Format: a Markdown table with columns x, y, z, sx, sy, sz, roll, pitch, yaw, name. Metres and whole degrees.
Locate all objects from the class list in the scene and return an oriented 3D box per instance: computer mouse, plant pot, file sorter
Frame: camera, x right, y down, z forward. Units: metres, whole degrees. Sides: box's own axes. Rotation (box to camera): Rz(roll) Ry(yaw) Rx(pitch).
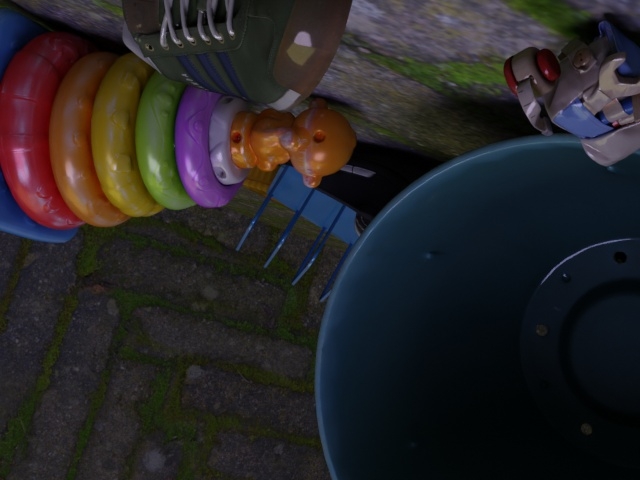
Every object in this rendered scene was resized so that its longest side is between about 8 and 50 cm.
| x | y | z | sx | sy | sz | roll | pitch | yaw | name |
| --- | --- | --- | --- | --- | --- | --- | --- | --- | --- |
| 0.014 | -0.068 | 0.775 | 0.184 | 0.060 | 0.262 | 16 | -169 | -38 | computer mouse |
| 0.179 | 0.087 | 0.561 | 0.292 | 0.293 | 0.235 | 17 | -171 | 29 | plant pot |
| 0.000 | 0.000 | 1.007 | 0.170 | 0.105 | 0.118 | 32 | 157 | -3 | file sorter |

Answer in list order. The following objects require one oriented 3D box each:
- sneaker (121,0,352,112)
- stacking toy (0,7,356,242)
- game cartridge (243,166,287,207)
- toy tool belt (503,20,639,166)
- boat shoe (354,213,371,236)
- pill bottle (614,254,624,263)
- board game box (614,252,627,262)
| x | y | z | sx | sy | sz | roll | pitch | yaw | name |
| --- | --- | --- | --- | --- | --- | --- | --- | --- | --- |
| -0.054 | -0.103 | 0.416 | 0.086 | 0.064 | 0.192 | 14 | -178 | -18 | sneaker |
| -0.115 | -0.083 | 0.683 | 0.301 | 0.175 | 0.165 | 3 | 173 | 18 | stacking toy |
| 0.082 | -0.024 | 1.178 | 0.323 | 0.053 | 0.285 | 16 | 176 | 30 | game cartridge |
| 0.117 | -0.065 | 0.345 | 0.083 | 0.052 | 0.051 | 17 | 147 | -41 | toy tool belt |
| 0.139 | -0.011 | 0.849 | 0.227 | 0.081 | 0.068 | 10 | 172 | 15 | boat shoe |
| 0.333 | 0.070 | 0.828 | 0.180 | 0.108 | 0.108 | 18 | 177 | 20 | pill bottle |
| 0.359 | 0.044 | 0.962 | 0.259 | 0.030 | 0.136 | 18 | 179 | 4 | board game box |
